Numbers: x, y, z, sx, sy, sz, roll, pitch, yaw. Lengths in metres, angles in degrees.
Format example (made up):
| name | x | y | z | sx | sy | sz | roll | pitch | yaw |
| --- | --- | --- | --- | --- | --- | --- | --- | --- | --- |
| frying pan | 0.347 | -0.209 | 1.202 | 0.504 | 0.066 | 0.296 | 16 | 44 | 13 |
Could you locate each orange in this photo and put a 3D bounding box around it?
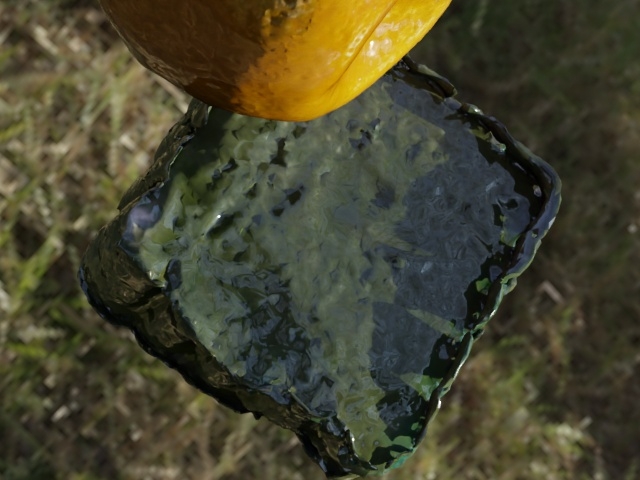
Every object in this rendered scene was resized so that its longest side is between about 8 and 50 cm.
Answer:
| name | x | y | z | sx | sy | sz | roll | pitch | yaw |
| --- | --- | --- | --- | --- | --- | --- | --- | --- | --- |
| orange | -0.041 | -0.172 | 0.949 | 0.249 | 0.183 | 0.249 | 22 | 16 | -7 |

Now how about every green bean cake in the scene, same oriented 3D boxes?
| name | x | y | z | sx | sy | sz | roll | pitch | yaw |
| --- | --- | --- | --- | --- | --- | --- | --- | --- | --- |
| green bean cake | 0.000 | 0.000 | 1.097 | 0.241 | 0.132 | 0.255 | 37 | 64 | -14 |
